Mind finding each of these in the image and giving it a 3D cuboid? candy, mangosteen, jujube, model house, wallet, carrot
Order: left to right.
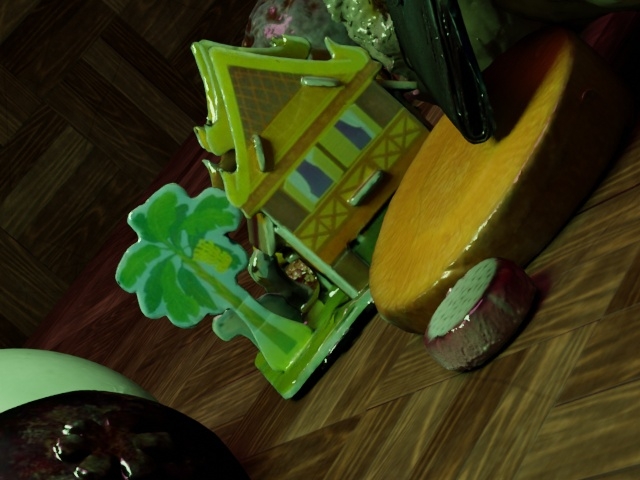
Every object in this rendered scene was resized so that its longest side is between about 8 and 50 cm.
[{"bbox_3d":[-0.168,0.270,1.198,0.296,0.314,0.297,-6,9,1],"label":"mangosteen"},{"bbox_3d":[-0.057,-0.055,1.716,0.358,0.313,0.242,-49,9,-1],"label":"model house"},{"bbox_3d":[-0.021,-0.317,2.659,0.246,0.215,0.308,-48,13,4],"label":"jujube"},{"bbox_3d":[0.097,-0.202,1.512,0.045,0.172,0.318,-20,19,0],"label":"wallet"},{"bbox_3d":[0.127,0.059,1.319,0.103,0.043,0.103,-46,12,13],"label":"candy"},{"bbox_3d":[0.157,-0.046,1.475,0.307,0.100,0.258,-57,14,-3],"label":"carrot"}]

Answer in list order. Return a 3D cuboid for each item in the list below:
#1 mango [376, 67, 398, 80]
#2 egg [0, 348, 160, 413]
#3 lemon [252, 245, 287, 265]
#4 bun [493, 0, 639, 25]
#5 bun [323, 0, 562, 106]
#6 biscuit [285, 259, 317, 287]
[{"bbox_3d":[0.008,-0.158,2.268,0.248,0.151,0.156,-32,50,35],"label":"mango"},{"bbox_3d":[-0.292,0.243,1.580,0.388,0.276,0.276,3,43,32],"label":"egg"},{"bbox_3d":[-0.058,0.001,2.136,0.062,0.062,0.083,-31,24,55],"label":"lemon"},{"bbox_3d":[0.258,-0.308,1.503,0.365,0.219,0.365,-14,17,4],"label":"bun"},{"bbox_3d":[0.156,-0.260,1.866,0.281,0.205,0.281,-10,37,8],"label":"bun"},{"bbox_3d":[0.000,0.000,1.995,0.064,0.034,0.199,-43,12,29],"label":"biscuit"}]
